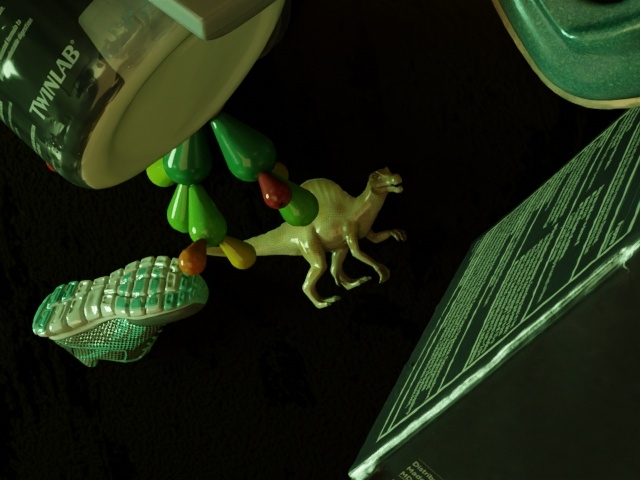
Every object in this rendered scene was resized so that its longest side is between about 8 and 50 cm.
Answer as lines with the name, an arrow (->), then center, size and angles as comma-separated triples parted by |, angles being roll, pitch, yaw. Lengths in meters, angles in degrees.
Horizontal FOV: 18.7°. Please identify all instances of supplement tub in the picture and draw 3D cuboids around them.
supplement tub -> -0.204, -0.212, 1.292 | 0.338, 0.207, 0.207 | 43, 130, 11

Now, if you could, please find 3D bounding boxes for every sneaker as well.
sneaker -> -0.152, 0.063, 1.588 | 0.166, 0.065, 0.076 | -12, 133, 33

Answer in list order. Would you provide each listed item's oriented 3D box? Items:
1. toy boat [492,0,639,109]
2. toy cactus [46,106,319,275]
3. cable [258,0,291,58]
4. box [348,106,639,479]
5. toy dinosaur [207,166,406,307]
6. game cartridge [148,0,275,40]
toy boat -> 0.222, -0.234, 1.136 | 0.318, 0.148, 0.268 | -22, 90, 25
toy cactus -> -0.105, -0.075, 1.430 | 0.219, 0.112, 0.181 | 25, 131, 19
cable -> -0.043, -0.240, 1.314 | 0.139, 0.072, 0.287 | 30, 129, -2
box -> 0.211, 0.053, 1.262 | 0.182, 0.296, 0.294 | 40, 129, -6
toy dinosaur -> 0.000, 0.000, 1.486 | 0.183, 0.053, 0.093 | -23, 96, 26
game cartridge -> -0.037, -0.274, 1.169 | 0.198, 0.297, 0.062 | 37, 170, 3
